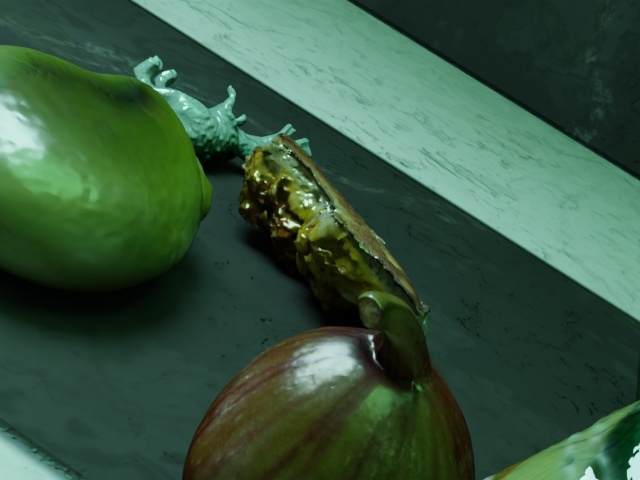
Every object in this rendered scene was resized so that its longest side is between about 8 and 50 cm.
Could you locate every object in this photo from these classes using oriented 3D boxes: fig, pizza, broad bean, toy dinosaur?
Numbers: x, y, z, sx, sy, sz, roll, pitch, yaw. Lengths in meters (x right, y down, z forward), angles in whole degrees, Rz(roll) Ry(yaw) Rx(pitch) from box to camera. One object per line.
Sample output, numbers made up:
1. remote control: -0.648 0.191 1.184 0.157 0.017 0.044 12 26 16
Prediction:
1. fig: 0.021 0.109 0.689 0.175 0.207 0.175 27 18 -9
2. pizza: 0.000 0.000 1.110 0.161 0.085 0.305 42 7 -48
3. broad bean: -0.199 -0.060 0.923 0.238 0.119 0.291 42 23 4
4. toy dinosaur: -0.175 -0.140 1.211 0.383 0.076 0.129 4 51 -37

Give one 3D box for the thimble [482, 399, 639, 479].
1. thimble: 0.179 0.220 0.608 0.288 0.167 0.254 20 42 -63
